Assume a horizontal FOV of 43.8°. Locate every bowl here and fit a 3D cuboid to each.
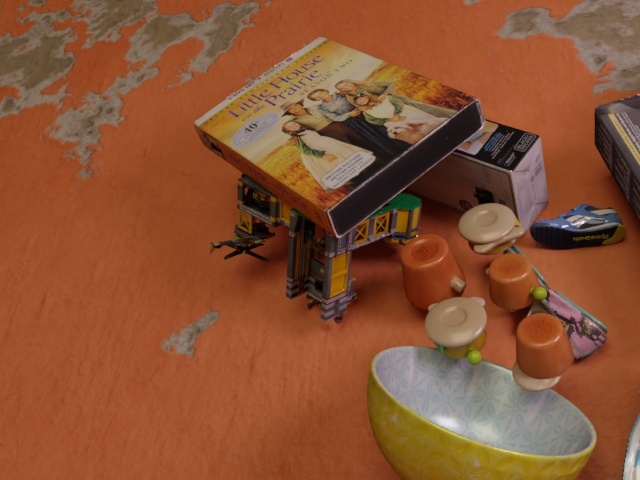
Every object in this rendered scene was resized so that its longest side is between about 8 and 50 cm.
[{"bbox_3d":[0.183,0.263,1.008,0.290,0.290,0.156,23,105,34],"label":"bowl"}]

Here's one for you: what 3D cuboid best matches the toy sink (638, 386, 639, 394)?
[{"bbox_3d":[0.526,0.163,0.928,0.234,0.152,0.131,30,50,12],"label":"toy sink"}]

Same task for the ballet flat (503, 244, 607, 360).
[{"bbox_3d":[0.325,0.093,1.185,0.079,0.077,0.221,-42,50,2],"label":"ballet flat"}]

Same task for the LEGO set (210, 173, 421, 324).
[{"bbox_3d":[0.000,0.000,1.350,0.331,0.192,0.255,23,33,31],"label":"LEGO set"}]

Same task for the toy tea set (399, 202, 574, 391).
[{"bbox_3d":[0.237,0.098,1.154,0.200,0.124,0.336,-20,40,5],"label":"toy tea set"}]

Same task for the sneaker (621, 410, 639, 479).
[{"bbox_3d":[0.432,0.263,0.984,0.092,0.087,0.228,16,60,29],"label":"sneaker"}]

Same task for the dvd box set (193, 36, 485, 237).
[{"bbox_3d":[0.014,-0.193,1.315,0.308,0.062,0.420,-37,42,-15],"label":"dvd box set"}]

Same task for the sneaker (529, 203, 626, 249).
[{"bbox_3d":[0.406,-0.024,1.265,0.144,0.053,0.059,-2,51,8],"label":"sneaker"}]

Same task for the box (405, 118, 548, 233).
[{"bbox_3d":[0.230,-0.133,1.347,0.290,0.169,0.087,27,66,35],"label":"box"}]

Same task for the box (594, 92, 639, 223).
[{"bbox_3d":[0.610,-0.088,1.121,0.319,0.097,0.394,-15,46,4],"label":"box"}]
